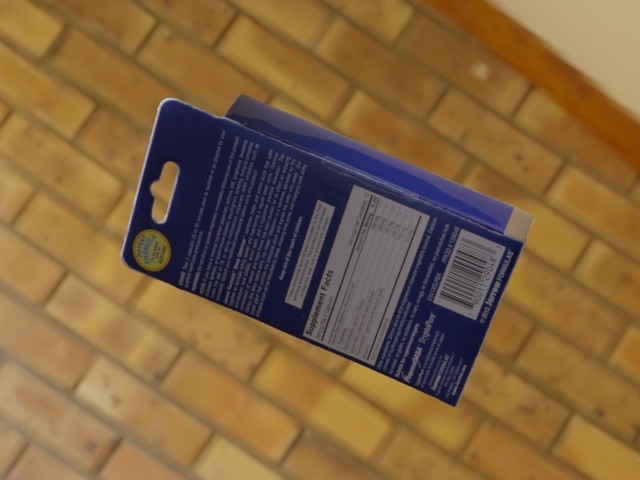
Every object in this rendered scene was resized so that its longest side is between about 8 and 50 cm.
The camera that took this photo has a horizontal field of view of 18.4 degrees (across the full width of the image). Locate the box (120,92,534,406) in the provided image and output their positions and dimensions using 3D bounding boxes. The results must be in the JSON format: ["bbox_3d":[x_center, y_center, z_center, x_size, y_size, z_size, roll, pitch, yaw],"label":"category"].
[{"bbox_3d":[0.000,0.000,1.170,0.225,0.036,0.136,22,-52,4],"label":"box"}]
